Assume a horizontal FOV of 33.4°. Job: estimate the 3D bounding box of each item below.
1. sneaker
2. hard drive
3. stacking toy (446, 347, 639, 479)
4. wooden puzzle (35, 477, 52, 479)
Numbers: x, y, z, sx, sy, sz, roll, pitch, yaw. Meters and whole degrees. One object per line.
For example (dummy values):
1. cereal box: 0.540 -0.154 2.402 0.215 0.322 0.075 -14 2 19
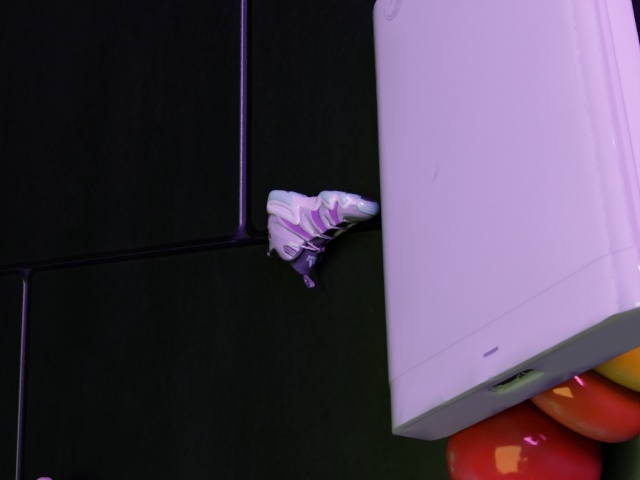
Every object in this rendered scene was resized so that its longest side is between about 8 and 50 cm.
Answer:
1. sneaker: 0.000 0.000 0.760 0.098 0.038 0.069 3 85 45
2. hard drive: 0.099 -0.063 0.606 0.203 0.040 0.307 -40 43 50
3. stacking toy: 0.178 0.029 0.579 0.141 0.141 0.330 40 111 33
4. wooden puzzle: -0.242 0.415 0.840 0.322 0.080 0.347 -43 56 21
